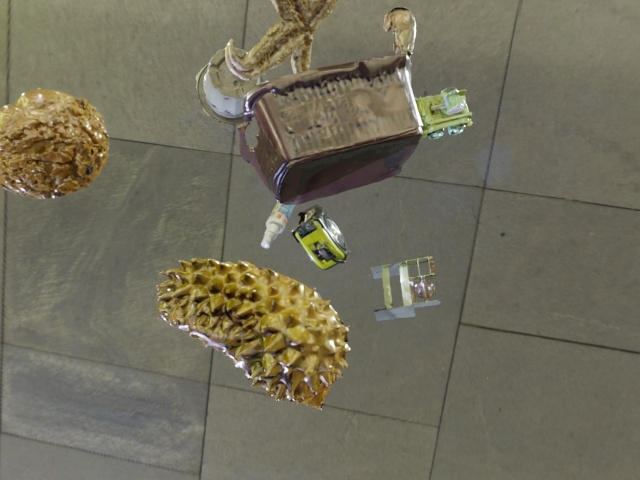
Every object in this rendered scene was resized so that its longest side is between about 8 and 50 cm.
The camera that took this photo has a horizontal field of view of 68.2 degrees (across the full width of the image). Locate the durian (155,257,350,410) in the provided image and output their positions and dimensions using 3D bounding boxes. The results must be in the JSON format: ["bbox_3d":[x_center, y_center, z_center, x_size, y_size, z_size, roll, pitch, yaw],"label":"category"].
[{"bbox_3d":[-0.097,0.136,0.711,0.341,0.112,0.191,35,124,-4],"label":"durian"}]

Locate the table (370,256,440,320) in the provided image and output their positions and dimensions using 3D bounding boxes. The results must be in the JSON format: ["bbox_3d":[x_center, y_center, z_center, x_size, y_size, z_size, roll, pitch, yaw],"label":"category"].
[{"bbox_3d":[0.229,0.130,1.276,0.175,0.146,0.062,-10,138,13],"label":"table"}]

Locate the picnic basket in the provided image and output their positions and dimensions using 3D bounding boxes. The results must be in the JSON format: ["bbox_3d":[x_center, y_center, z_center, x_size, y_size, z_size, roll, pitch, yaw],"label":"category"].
[{"bbox_3d":[0.030,-0.165,0.758,0.297,0.222,0.129,-18,72,-18],"label":"picnic basket"}]

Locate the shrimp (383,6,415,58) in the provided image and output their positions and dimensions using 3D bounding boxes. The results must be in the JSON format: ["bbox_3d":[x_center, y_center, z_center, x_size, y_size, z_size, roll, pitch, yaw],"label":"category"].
[{"bbox_3d":[0.273,-0.692,1.674,0.117,0.066,0.262,7,83,3],"label":"shrimp"}]

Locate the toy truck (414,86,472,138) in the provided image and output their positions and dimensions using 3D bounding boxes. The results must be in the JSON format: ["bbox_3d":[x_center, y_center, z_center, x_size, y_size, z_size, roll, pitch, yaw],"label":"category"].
[{"bbox_3d":[0.276,-0.352,1.302,0.260,0.135,0.128,-13,76,10],"label":"toy truck"}]

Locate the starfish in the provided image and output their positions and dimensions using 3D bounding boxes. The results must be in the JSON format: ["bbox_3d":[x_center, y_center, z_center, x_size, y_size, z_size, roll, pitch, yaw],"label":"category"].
[{"bbox_3d":[-0.067,-0.590,1.165,0.082,0.324,0.432,40,113,33],"label":"starfish"}]

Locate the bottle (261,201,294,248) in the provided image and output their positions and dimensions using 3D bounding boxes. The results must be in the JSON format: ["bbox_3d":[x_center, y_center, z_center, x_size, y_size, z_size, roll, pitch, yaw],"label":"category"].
[{"bbox_3d":[-0.133,-0.061,1.459,0.060,0.217,0.060,13,138,12],"label":"bottle"}]

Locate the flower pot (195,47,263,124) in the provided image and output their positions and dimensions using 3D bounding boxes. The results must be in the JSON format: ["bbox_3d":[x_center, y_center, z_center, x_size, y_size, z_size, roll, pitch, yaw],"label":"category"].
[{"bbox_3d":[-0.349,-0.614,1.848,0.290,0.259,0.290,-1,93,-12],"label":"flower pot"}]

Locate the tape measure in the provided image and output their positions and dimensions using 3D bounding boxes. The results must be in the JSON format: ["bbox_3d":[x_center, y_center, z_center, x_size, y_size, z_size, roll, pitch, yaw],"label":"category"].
[{"bbox_3d":[0.000,0.000,1.414,0.112,0.199,0.186,-33,103,16],"label":"tape measure"}]

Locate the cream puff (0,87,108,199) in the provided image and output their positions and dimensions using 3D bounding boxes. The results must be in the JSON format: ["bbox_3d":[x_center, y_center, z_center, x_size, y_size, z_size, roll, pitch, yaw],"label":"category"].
[{"bbox_3d":[-0.371,-0.127,0.656,0.115,0.150,0.165,35,89,27],"label":"cream puff"}]
